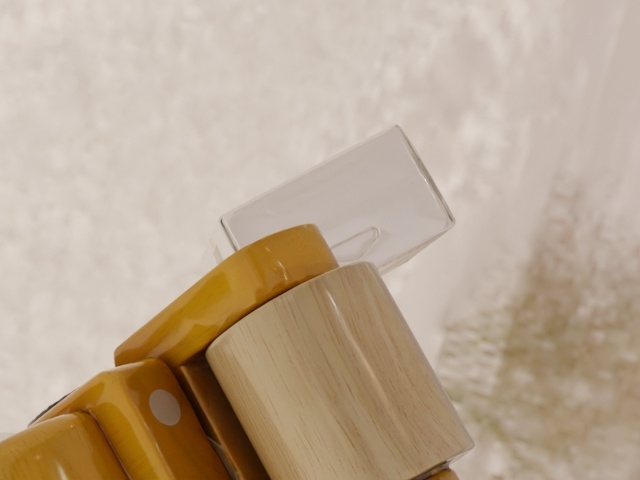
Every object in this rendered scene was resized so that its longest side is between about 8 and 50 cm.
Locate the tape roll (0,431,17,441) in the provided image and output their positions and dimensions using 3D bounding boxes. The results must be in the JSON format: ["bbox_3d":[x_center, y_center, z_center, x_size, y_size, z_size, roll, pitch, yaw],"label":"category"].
[{"bbox_3d":[-0.313,0.376,1.936,0.072,0.392,0.392,-68,171,-76],"label":"tape roll"}]

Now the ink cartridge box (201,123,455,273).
[{"bbox_3d":[0.000,0.000,1.969,0.201,0.117,0.278,-28,176,-10],"label":"ink cartridge box"}]

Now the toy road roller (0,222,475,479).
[{"bbox_3d":[-0.094,0.157,1.182,0.329,0.203,0.240,-38,167,38],"label":"toy road roller"}]
